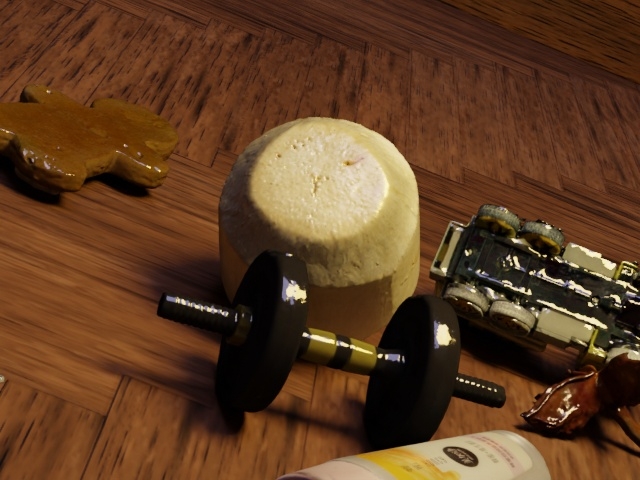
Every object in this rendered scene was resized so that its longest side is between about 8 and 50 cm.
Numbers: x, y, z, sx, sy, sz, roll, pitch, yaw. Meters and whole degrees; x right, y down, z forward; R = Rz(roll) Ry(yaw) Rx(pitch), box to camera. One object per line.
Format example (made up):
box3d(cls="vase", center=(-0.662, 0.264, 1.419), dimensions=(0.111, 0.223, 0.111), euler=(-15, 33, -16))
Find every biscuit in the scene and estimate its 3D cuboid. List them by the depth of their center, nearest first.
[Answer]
box3d(cls="biscuit", center=(-0.260, -0.106, 1.799), dimensions=(0.197, 0.049, 0.301), euler=(35, 22, 17))

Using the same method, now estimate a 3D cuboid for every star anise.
box3d(cls="star anise", center=(0.295, 0.187, 1.674), dimensions=(0.140, 0.144, 0.158), euler=(-18, 1, 18))

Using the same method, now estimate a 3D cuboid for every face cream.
box3d(cls="face cream", center=(0.080, 0.208, 1.340), dimensions=(0.107, 0.073, 0.269), euler=(27, 20, 37))

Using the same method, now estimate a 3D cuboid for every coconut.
box3d(cls="coconut", center=(0.000, 0.000, 1.599), dimensions=(0.202, 0.222, 0.202), euler=(1, 60, -1))

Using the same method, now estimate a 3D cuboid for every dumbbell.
box3d(cls="dumbbell", center=(0.015, 0.097, 1.443), dimensions=(0.325, 0.143, 0.143), euler=(17, 21, -17))

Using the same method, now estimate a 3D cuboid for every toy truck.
box3d(cls="toy truck", center=(0.251, 0.071, 1.790), dimensions=(0.272, 0.124, 0.157), euler=(21, -17, 7))

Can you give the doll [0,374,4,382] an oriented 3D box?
box3d(cls="doll", center=(-0.291, 0.091, 1.279), dimensions=(0.114, 0.039, 0.057), euler=(24, -9, 25))
